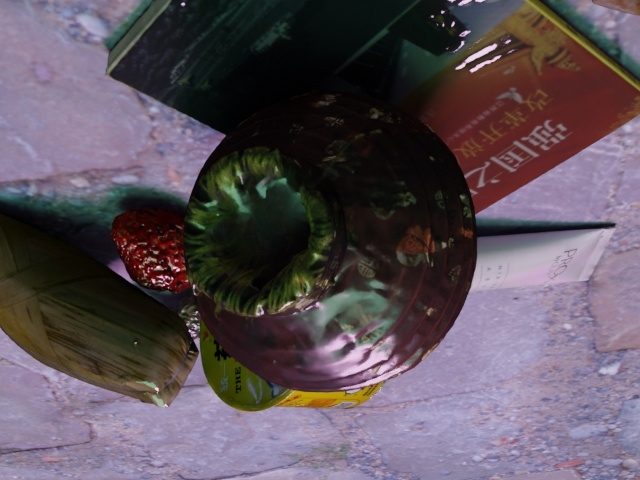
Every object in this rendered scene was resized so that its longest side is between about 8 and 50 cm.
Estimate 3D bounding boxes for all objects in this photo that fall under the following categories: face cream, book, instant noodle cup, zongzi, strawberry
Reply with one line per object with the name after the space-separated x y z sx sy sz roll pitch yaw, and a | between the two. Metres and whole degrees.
0.179 0.024 0.937 0.243 0.058 0.092 -5 144 -11 | face cream
0.054 -0.130 0.736 0.374 0.028 0.262 26 136 -33 | book
-0.013 0.096 0.939 0.182 0.182 0.144 -29 146 34 | instant noodle cup
-0.249 0.042 0.860 0.228 0.115 0.256 15 147 37 | zongzi
-0.161 0.007 0.882 0.096 0.083 0.083 32 134 -33 | strawberry

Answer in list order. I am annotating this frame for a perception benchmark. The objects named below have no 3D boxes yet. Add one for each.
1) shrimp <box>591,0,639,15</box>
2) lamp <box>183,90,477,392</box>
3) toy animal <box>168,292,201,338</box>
0.253 -0.233 0.572 0.143 0.052 0.251 17 142 -20 | shrimp
0.000 0.000 0.699 0.247 0.247 0.247 -1 145 -1 | lamp
-0.196 0.108 1.030 0.219 0.069 0.086 -21 160 29 | toy animal
